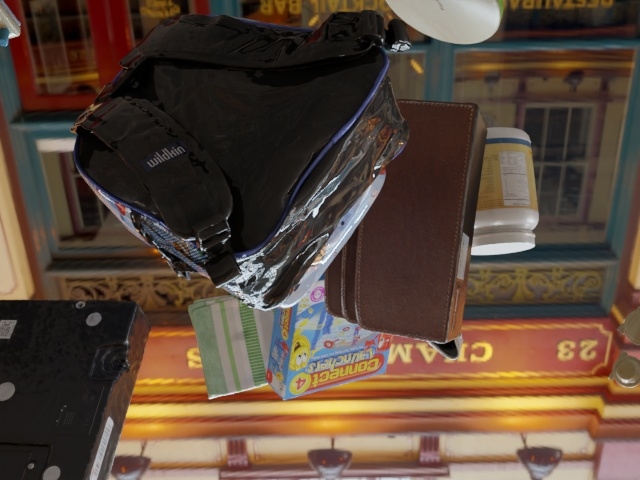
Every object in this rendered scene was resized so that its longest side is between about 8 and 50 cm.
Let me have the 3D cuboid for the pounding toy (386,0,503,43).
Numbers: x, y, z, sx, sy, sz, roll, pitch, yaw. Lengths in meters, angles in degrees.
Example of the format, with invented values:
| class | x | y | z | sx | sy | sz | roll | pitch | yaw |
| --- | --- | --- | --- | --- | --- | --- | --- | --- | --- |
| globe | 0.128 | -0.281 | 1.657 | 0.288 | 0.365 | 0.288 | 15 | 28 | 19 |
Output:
| class | x | y | z | sx | sy | sz | roll | pitch | yaw |
| --- | --- | --- | --- | --- | --- | --- | --- | --- | --- |
| pounding toy | 0.182 | -0.383 | 1.020 | 0.182 | 0.237 | 0.110 | 24 | -104 | 12 |

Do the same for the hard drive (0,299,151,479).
| class | x | y | z | sx | sy | sz | roll | pitch | yaw |
| --- | --- | --- | --- | --- | --- | --- | --- | --- | --- |
| hard drive | -0.374 | 0.175 | 0.809 | 0.338 | 0.064 | 0.237 | 0 | -129 | 9 |

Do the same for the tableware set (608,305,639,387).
| class | x | y | z | sx | sy | sz | roll | pitch | yaw |
| --- | --- | --- | --- | --- | --- | --- | --- | --- | --- |
| tableware set | 0.573 | 0.200 | 1.269 | 0.168 | 0.141 | 0.020 | 26 | -177 | 43 |

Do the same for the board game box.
| class | x | y | z | sx | sy | sz | roll | pitch | yaw |
| --- | --- | --- | --- | --- | --- | --- | --- | --- | --- |
| board game box | 0.038 | 0.193 | 1.754 | 0.308 | 0.302 | 0.086 | -8 | -152 | -34 |

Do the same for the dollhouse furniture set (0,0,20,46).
| class | x | y | z | sx | sy | sz | roll | pitch | yaw |
| --- | --- | --- | --- | --- | --- | --- | --- | --- | --- |
| dollhouse furniture set | -0.442 | -0.277 | 0.794 | 0.303 | 0.286 | 0.198 | -13 | -120 | 9 |

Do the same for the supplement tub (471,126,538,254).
| class | x | y | z | sx | sy | sz | roll | pitch | yaw |
| --- | --- | --- | --- | --- | --- | --- | --- | --- | --- |
| supplement tub | 0.299 | -0.083 | 1.302 | 0.144 | 0.200 | 0.144 | -3 | 171 | -1 |

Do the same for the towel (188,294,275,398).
| class | x | y | z | sx | sy | sz | roll | pitch | yaw |
| --- | --- | --- | --- | --- | --- | --- | --- | --- | --- |
| towel | -0.147 | 0.239 | 1.875 | 0.324 | 0.248 | 0.038 | -13 | -179 | -5 |

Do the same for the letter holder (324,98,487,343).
| class | x | y | z | sx | sy | sz | roll | pitch | yaw |
| --- | --- | --- | --- | --- | --- | --- | --- | --- | --- |
| letter holder | 0.097 | -0.029 | 1.026 | 0.214 | 0.302 | 0.152 | 8 | 178 | 17 |

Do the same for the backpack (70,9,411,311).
| class | x | y | z | sx | sy | sz | roll | pitch | yaw |
| --- | --- | --- | --- | --- | --- | --- | --- | --- | --- |
| backpack | -0.079 | -0.084 | 0.689 | 0.263 | 0.213 | 0.276 | 28 | -114 | 26 |

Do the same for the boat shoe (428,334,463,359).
| class | x | y | z | sx | sy | sz | roll | pitch | yaw |
| --- | --- | --- | --- | --- | --- | --- | --- | --- | --- |
| boat shoe | 0.266 | 0.188 | 1.866 | 0.096 | 0.268 | 0.088 | -29 | -161 | 16 |
